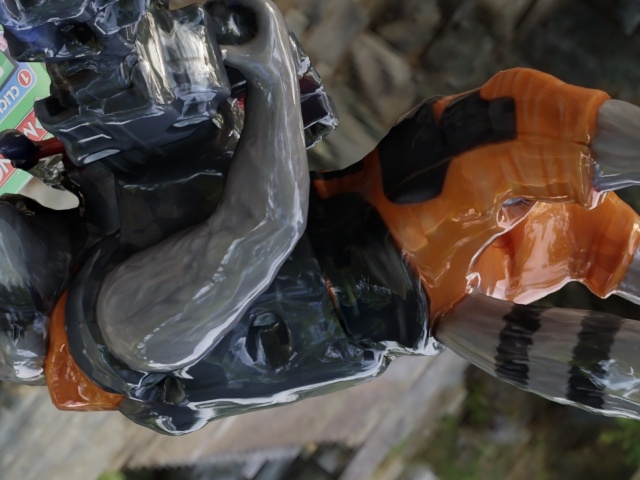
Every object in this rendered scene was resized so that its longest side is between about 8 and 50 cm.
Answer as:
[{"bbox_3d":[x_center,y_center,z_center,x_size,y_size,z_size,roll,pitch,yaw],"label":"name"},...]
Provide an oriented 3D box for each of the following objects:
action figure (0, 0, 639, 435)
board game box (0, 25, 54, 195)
[{"bbox_3d":[0.000,0.000,0.625,0.341,0.330,0.179,23,61,-73],"label":"action figure"},{"bbox_3d":[-0.302,-0.053,1.092,0.317,0.046,0.213,-55,128,-35],"label":"board game box"}]
